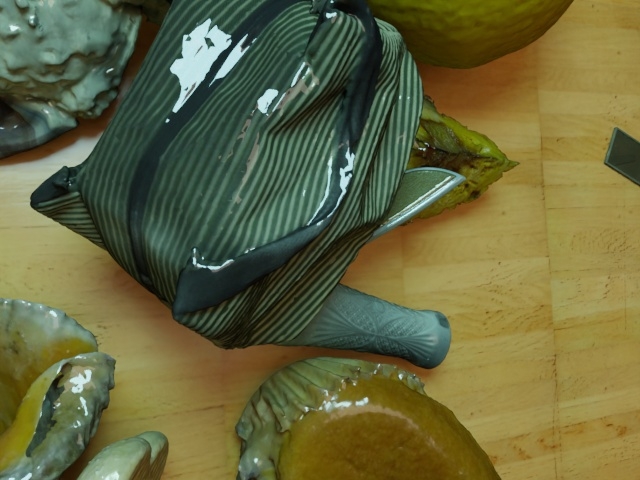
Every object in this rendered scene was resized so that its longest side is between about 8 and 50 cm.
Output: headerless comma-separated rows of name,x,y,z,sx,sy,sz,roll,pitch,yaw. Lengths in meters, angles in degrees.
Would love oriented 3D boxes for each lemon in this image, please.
lemon,0.148,-0.350,0.658,0.335,0.336,0.337,1,87,-22

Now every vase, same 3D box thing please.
vase,0.052,0.100,0.728,0.219,0.096,0.096,17,82,-24

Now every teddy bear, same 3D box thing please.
teddy bear,-0.238,-0.307,0.576,0.327,0.362,0.376,29,50,-42

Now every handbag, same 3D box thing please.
handbag,-0.070,-0.076,0.539,0.247,0.240,0.341,30,93,24

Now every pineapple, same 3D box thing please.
pineapple,0.092,-0.112,0.760,0.249,0.140,0.164,-1,47,-37

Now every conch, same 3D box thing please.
conch,-0.346,0.209,0.508,0.297,0.210,0.352,46,51,-4

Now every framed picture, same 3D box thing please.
framed picture,0.492,-0.132,0.962,0.089,0.006,0.066,24,79,-19

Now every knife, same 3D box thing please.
knife,0.000,0.001,0.668,0.342,0.027,0.061,-27,59,2

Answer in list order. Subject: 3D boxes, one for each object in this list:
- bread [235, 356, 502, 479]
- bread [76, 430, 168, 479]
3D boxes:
bread,0.081,0.298,0.680,0.236,0.183,0.389,-45,104,-15
bread,-0.214,0.309,0.511,0.054,0.316,0.316,20,80,3
